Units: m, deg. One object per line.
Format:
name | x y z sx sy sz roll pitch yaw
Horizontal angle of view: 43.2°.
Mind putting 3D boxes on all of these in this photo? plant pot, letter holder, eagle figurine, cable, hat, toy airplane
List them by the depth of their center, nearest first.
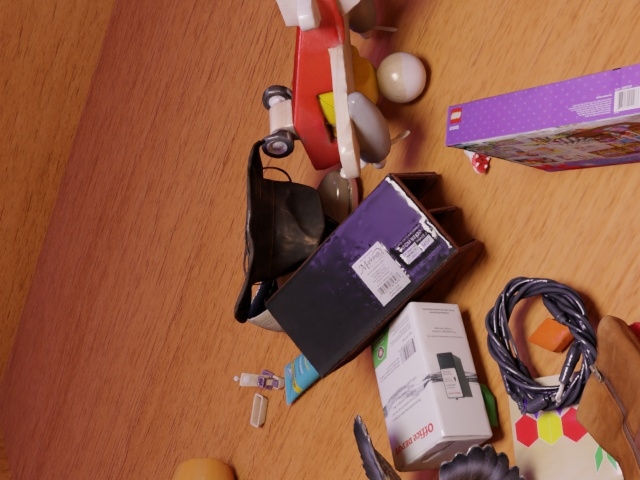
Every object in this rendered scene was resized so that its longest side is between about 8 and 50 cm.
cable | 0.282 0.125 1.040 0.150 0.047 0.184 -40 50 45
eagle figurine | 0.136 0.399 1.065 0.225 0.226 0.298 138 143 -75
letter holder | 0.099 0.047 1.282 0.302 0.214 0.152 -47 74 24
hat | -0.060 -0.011 1.330 0.331 0.134 0.331 -174 90 -87
toy airplane | 0.047 -0.300 1.346 0.384 0.273 0.386 -127 41 -81
plant pot | -0.241 0.555 1.642 0.205 0.205 0.188 -55 25 33

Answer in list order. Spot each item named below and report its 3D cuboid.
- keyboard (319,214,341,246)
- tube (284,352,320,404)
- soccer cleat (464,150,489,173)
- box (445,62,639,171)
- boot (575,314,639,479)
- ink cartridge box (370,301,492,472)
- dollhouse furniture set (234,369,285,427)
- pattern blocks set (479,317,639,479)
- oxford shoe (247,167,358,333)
keyboard | 0.000 0.000 1.440 0.192 0.038 0.100 27 94 13
tube | -0.018 0.234 1.514 0.207 0.052 0.080 -48 34 47
soccer cleat | 0.237 -0.135 1.242 0.035 0.029 0.083 134 137 -52
box | 0.321 -0.136 0.959 0.293 0.201 0.057 -2 81 55
boot | 0.318 0.246 0.848 0.280 0.096 0.264 -111 25 -73
ink cartridge box | 0.156 0.216 1.187 0.153 0.087 0.208 125 143 -51
dollhouse furniture set | -0.134 0.321 1.624 0.091 0.081 0.114 7 88 57
pattern blocks set | 0.318 0.239 1.023 0.325 0.026 0.285 -14 70 54
oxford shoe | -0.034 0.023 1.508 0.123 0.130 0.348 41 114 55
